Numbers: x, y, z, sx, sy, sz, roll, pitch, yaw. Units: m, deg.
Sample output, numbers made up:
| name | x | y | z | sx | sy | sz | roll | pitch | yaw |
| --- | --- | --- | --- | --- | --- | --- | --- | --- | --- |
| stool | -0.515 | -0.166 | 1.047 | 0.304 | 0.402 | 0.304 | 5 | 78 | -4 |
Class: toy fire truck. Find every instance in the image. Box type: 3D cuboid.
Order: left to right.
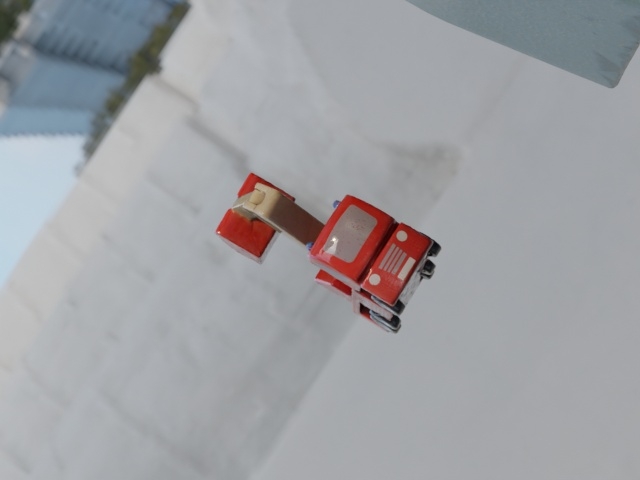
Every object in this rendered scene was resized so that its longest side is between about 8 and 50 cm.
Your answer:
| name | x | y | z | sx | sy | sz | roll | pitch | yaw |
| --- | --- | --- | --- | --- | --- | --- | --- | --- | --- |
| toy fire truck | 0.000 | 0.000 | 1.003 | 0.135 | 0.047 | 0.192 | 31 | 173 | 6 |

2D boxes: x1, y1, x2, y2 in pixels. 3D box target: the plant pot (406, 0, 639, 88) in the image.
| name | x | y | z | sx | sy | sz | roll | pitch | yaw |
| --- | --- | --- | --- | --- | --- | --- | --- | --- | --- |
| plant pot | 0.107 | -0.264 | 1.037 | 0.252 | 0.248 | 0.247 | 17 | 176 | 6 |
